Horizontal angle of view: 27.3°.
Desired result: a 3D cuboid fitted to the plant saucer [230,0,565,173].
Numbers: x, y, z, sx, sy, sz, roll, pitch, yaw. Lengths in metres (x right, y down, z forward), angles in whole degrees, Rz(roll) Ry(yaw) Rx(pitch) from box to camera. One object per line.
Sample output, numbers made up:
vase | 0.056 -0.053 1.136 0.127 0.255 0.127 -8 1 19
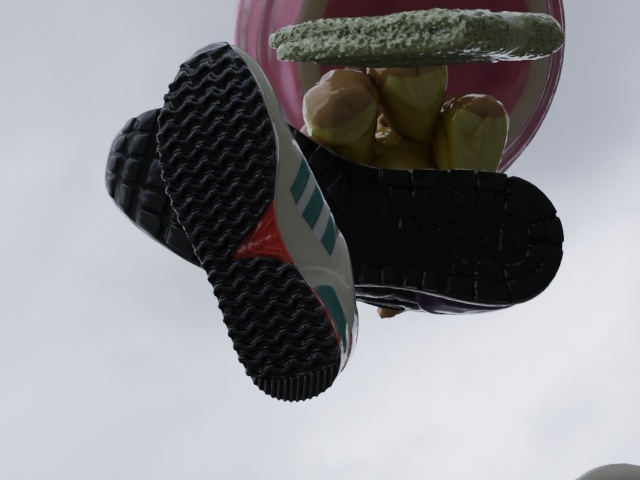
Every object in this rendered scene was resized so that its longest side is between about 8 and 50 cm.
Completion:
plant saucer | 0.085 -0.182 1.228 0.332 0.084 0.332 -3 -78 -16

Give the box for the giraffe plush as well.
giraffe plush | 0.046 -0.053 1.030 0.181 0.170 0.210 -37 -68 -9

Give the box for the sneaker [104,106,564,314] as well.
sneaker | 0.000 0.000 0.838 0.124 0.283 0.107 123 161 -72

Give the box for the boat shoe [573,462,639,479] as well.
boat shoe | 0.031 0.183 0.407 0.324 0.116 0.097 -28 -29 -45

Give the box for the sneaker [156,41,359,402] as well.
sneaker | -0.023 -0.009 0.598 0.057 0.161 0.075 -20 -2 17

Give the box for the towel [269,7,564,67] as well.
towel | 0.054 -0.117 0.763 0.110 0.148 0.027 -6 -83 -48
